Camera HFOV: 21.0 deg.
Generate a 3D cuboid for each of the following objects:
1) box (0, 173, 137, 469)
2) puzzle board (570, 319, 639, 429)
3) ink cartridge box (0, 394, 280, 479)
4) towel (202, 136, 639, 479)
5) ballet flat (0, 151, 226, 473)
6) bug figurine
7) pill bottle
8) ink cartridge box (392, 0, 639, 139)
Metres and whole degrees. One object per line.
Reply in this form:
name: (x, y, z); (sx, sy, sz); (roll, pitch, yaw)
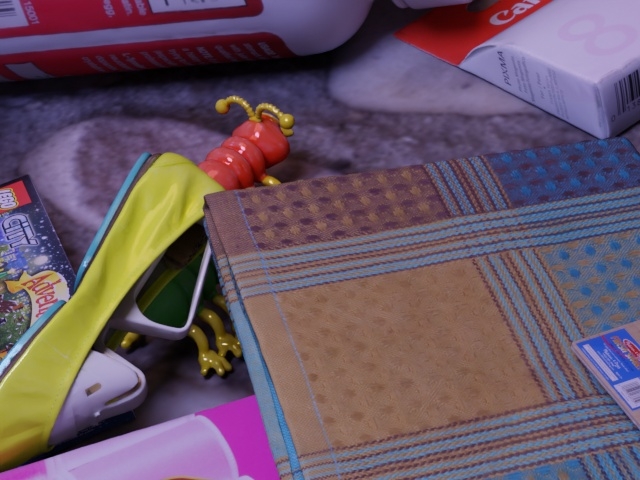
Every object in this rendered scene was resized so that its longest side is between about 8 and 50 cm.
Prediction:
box: (-0.224, 0.059, 1.074); (0.159, 0.044, 0.233); (-23, 38, -9)
puzzle board: (0.194, 0.078, 0.830); (0.096, 0.011, 0.128); (-17, 43, -20)
ink cartridge box: (-0.066, 0.169, 0.866); (0.371, 0.069, 0.176); (-15, 37, -4)
towel: (0.105, 0.081, 0.861); (0.271, 0.040, 0.370); (-8, 41, -13)
ballet flat: (-0.117, 0.049, 0.957); (0.077, 0.077, 0.231); (29, 63, 5)
bug figurine: (0.000, 0.000, 1.047); (0.279, 0.072, 0.216); (12, 45, 31)
pill bottle: (-0.096, -0.242, 1.262); (0.407, 0.229, 0.229); (-3, 39, 15)
ink cartridge box: (0.186, -0.171, 1.217); (0.189, 0.066, 0.232); (-33, 44, -21)
